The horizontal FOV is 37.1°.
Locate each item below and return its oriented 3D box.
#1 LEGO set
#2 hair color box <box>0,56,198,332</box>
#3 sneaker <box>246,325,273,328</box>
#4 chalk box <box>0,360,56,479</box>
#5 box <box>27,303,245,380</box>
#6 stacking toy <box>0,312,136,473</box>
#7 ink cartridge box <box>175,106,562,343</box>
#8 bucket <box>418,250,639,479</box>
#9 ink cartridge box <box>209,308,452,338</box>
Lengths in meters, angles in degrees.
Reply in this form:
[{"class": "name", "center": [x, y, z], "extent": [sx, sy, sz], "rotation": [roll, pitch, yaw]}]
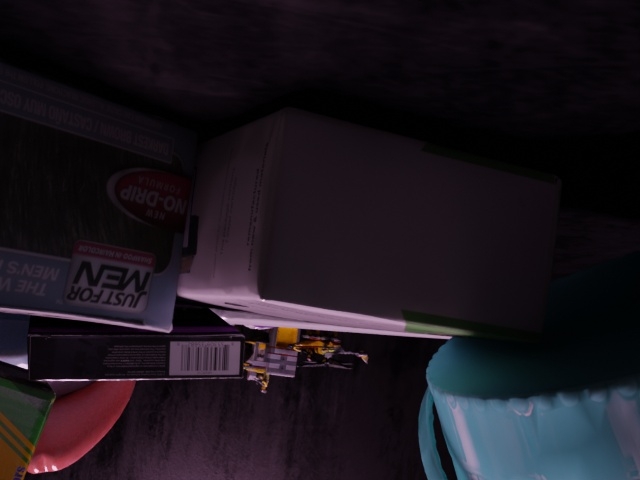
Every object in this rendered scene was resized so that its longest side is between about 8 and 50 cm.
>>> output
[{"class": "LEGO set", "center": [-0.106, 0.137, 1.466], "extent": [0.255, 0.192, 0.331], "rotation": [12, 172, -35]}, {"class": "hair color box", "center": [-0.272, -0.028, 0.530], "extent": [0.374, 0.114, 0.185], "rotation": [4, 174, 35]}, {"class": "sneaker", "center": [-0.008, 0.064, 1.199], "extent": [0.104, 0.095, 0.236], "rotation": [-8, 170, 44]}, {"class": "chalk box", "center": [-0.273, 0.106, 0.518], "extent": [0.213, 0.132, 0.132], "rotation": [21, 170, -17]}, {"class": "box", "center": [-0.118, 0.058, 0.585], "extent": [0.116, 0.029, 0.162], "rotation": [1, -176, -16]}, {"class": "stacking toy", "center": [-0.311, 0.072, 0.696], "extent": [0.309, 0.130, 0.279], "rotation": [15, -140, 23]}, {"class": "ink cartridge box", "center": [0.000, 0.000, 0.541], "extent": [0.160, 0.093, 0.219], "rotation": [11, 173, -25]}, {"class": "bucket", "center": [0.195, 0.113, 0.499], "extent": [0.281, 0.183, 0.281], "rotation": [-20, -176, 2]}, {"class": "ink cartridge box", "center": [-0.045, 0.040, 0.921], "extent": [0.308, 0.091, 0.385], "rotation": [7, 175, -33]}]
